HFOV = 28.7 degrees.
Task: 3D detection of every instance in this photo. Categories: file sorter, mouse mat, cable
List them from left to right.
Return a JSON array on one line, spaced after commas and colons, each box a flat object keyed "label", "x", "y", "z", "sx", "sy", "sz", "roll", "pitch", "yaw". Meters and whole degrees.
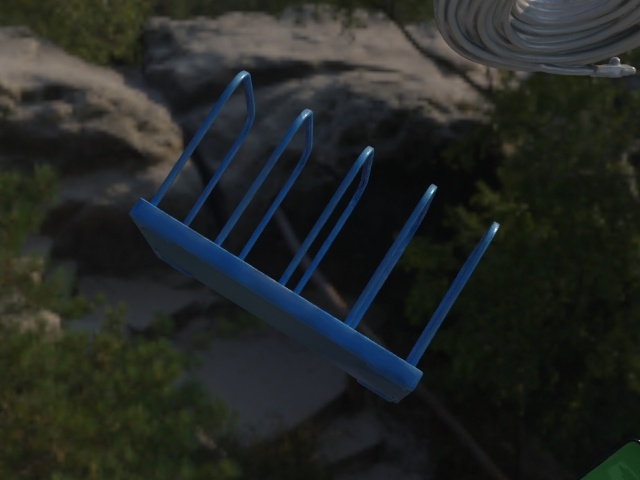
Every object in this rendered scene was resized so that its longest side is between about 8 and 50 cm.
[{"label": "file sorter", "x": 0.000, "y": 0.000, "z": 0.695, "sx": 0.170, "sy": 0.104, "sz": 0.118, "roll": 32, "pitch": -9, "yaw": 5}, {"label": "cable", "x": 0.227, "y": -0.242, "z": 1.125, "sx": 0.257, "sy": 0.257, "sz": 0.089, "roll": -1, "pitch": 67, "yaw": -14}, {"label": "mouse mat", "x": 0.388, "y": 0.371, "z": 1.656, "sx": 0.190, "sy": 0.152, "sz": 0.007, "roll": -39, "pitch": 2, "yaw": 8}]
